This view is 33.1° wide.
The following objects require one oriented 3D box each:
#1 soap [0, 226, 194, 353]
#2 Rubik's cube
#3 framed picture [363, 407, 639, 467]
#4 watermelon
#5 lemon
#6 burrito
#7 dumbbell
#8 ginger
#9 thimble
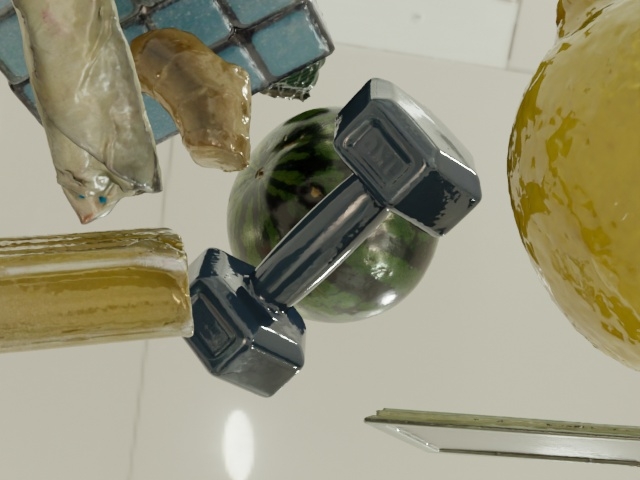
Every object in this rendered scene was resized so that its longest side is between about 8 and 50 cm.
[{"bbox_3d":[-0.249,0.041,0.892,0.173,0.274,0.089,-156,-118,-77],"label":"soap"},{"bbox_3d":[-0.225,-0.344,1.230,0.345,0.337,0.343,-28,-135,8],"label":"Rubik's cube"},{"bbox_3d":[0.207,0.169,0.911,0.232,0.296,0.019,43,50,-66],"label":"framed picture"},{"bbox_3d":[0.018,-0.033,1.400,0.285,0.285,0.285,-13,-105,62],"label":"watermelon"},{"bbox_3d":[0.180,-0.020,0.470,0.244,0.187,0.187,61,-38,20],"label":"lemon"},{"bbox_3d":[-0.112,-0.081,0.502,0.042,0.051,0.171,-125,-158,-54],"label":"burrito"},{"bbox_3d":[0.001,0.000,1.029,0.316,0.156,0.143,-44,-135,17],"label":"dumbbell"},{"bbox_3d":[-0.125,-0.145,1.062,0.190,0.069,0.095,45,-64,21],"label":"ginger"},{"bbox_3d":[-0.049,-0.267,1.470,0.118,0.090,0.135,125,-37,-49],"label":"thimble"}]
